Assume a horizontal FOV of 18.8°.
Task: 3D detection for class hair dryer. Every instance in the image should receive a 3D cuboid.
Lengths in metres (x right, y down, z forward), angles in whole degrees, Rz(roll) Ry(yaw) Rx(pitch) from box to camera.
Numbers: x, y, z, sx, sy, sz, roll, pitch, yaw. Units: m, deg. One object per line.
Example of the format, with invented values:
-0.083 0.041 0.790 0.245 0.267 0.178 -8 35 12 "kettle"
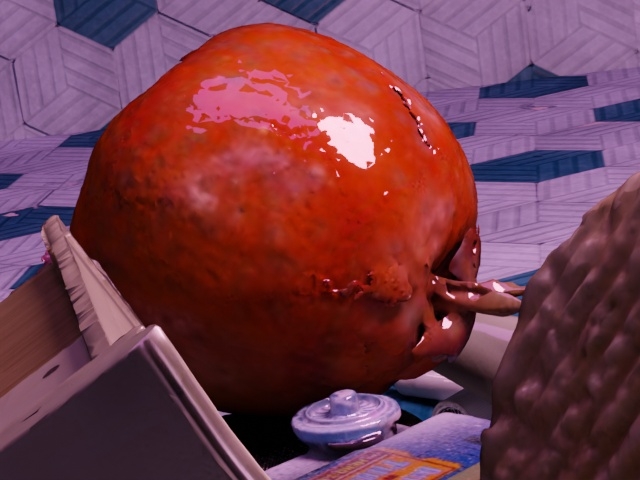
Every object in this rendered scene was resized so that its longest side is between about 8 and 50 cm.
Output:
0.106 0.102 1.357 0.219 0.088 0.225 29 31 28 "hair dryer"
0.089 0.120 1.515 0.183 0.044 0.155 -4 11 40 "hair dryer"

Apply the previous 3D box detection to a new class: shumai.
0.253 0.103 0.990 0.262 0.314 0.267 3 23 -34 "shumai"

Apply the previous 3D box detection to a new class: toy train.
0.011 0.175 1.100 0.202 0.131 0.299 7 20 43 "toy train"

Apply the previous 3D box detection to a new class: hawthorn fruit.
0.000 0.000 1.275 0.307 0.276 0.276 22 27 31 "hawthorn fruit"

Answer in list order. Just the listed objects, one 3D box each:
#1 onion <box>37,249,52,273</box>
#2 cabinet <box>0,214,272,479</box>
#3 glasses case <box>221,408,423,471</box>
-0.169 0.071 1.507 0.140 0.195 0.218 18 33 3 "onion"
-0.133 0.175 0.771 0.290 0.227 0.318 -38 15 -4 "cabinet"
-0.070 0.166 1.282 0.321 0.082 0.122 -12 12 -30 "glasses case"
